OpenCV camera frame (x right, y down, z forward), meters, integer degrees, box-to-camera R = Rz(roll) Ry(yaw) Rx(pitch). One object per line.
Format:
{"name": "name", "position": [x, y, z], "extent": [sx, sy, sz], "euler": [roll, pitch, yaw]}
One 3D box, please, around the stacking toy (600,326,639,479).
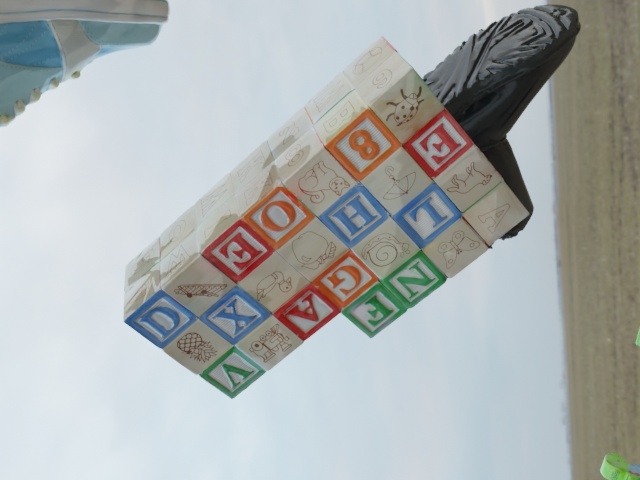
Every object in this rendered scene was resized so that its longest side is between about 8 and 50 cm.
{"name": "stacking toy", "position": [0.376, 0.159, 0.677], "extent": [0.052, 0.221, 0.167], "euler": [-69, -14, -65]}

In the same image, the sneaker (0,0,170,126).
{"name": "sneaker", "position": [-0.280, -0.131, 0.654], "extent": [0.319, 0.127, 0.208], "euler": [-15, -54, -41]}

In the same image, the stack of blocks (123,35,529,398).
{"name": "stack of blocks", "position": [0.000, 0.000, 0.640], "extent": [0.171, 0.297, 0.087], "euler": [44, -167, -30]}

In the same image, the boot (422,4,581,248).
{"name": "boot", "position": [0.194, -0.110, 0.831], "extent": [0.207, 0.246, 0.094], "euler": [56, 177, -38]}
